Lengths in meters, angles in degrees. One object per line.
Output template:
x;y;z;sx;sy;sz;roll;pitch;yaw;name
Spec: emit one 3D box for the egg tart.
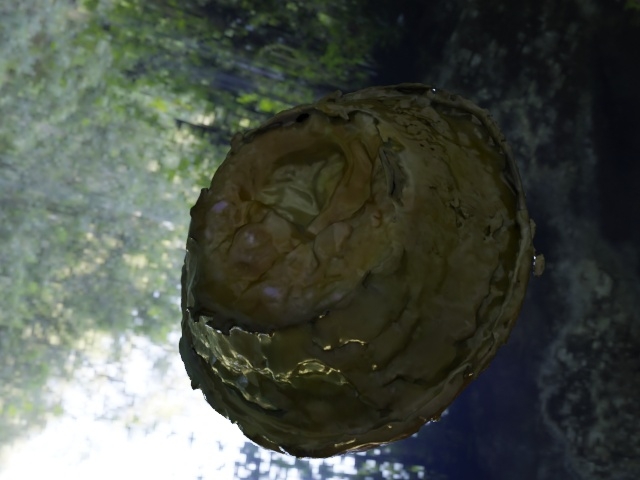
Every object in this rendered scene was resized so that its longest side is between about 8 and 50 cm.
0.000;0.000;0.812;0.315;0.120;0.315;-15;-122;25;egg tart
